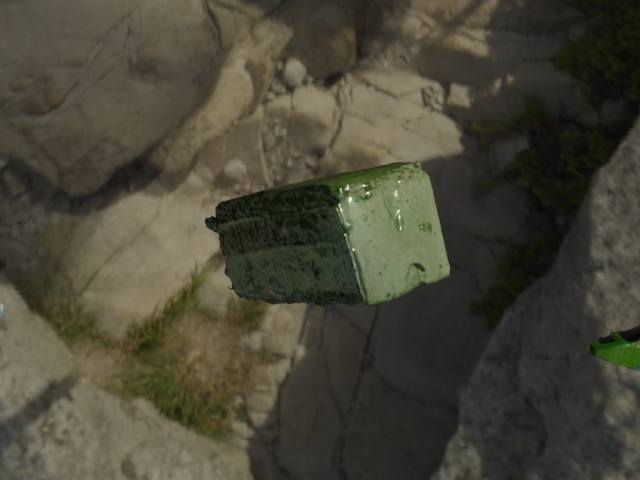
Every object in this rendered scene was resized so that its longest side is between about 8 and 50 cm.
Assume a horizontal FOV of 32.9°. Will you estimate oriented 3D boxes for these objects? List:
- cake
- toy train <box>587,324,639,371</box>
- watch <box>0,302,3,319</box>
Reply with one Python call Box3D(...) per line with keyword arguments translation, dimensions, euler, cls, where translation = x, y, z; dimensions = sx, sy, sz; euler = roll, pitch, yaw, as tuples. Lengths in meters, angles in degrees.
Box3D(translation=(0.001, -0.002, 0.894), dimensions=(0.099, 0.235, 0.100), euler=(-16, 95, -30), cls="cake")
Box3D(translation=(0.256, 0.071, 0.596), dimensions=(0.209, 0.044, 0.042), euler=(16, 97, 15), cls="toy train")
Box3D(translation=(-0.440, 0.048, 1.052), dimensions=(0.193, 0.211, 0.211), euler=(-34, 119, -16), cls="watch")
